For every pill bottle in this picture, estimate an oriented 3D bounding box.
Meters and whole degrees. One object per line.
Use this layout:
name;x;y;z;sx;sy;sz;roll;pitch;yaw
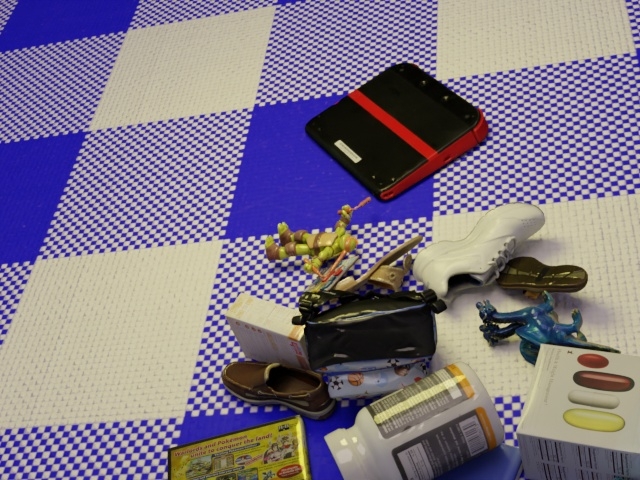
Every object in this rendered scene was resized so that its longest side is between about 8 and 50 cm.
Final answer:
pill bottle;0.158;0.333;1.677;0.278;0.162;0.162;-25;44;-5

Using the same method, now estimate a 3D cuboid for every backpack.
backpack;0.107;0.185;1.854;0.276;0.213;0.263;-3;7;9

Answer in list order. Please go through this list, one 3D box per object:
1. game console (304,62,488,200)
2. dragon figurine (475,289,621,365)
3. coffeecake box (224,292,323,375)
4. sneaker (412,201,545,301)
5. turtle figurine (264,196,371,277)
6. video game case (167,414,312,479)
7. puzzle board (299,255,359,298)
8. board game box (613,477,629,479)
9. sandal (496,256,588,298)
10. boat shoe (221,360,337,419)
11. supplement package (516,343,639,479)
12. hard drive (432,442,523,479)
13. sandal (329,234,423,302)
game console;0.187;-0.279;2.428;0.342;0.060;0.386;-35;45;-9
dragon figurine;0.421;0.186;1.847;0.144;0.085;0.289;-36;45;-16
coffeecake box;-0.083;0.195;1.977;0.185;0.142;0.068;15;54;31
sneaker;0.341;0.031;2.020;0.297;0.111;0.129;-32;42;0
turtle figurine;0.000;0.000;2.184;0.217;0.087;0.269;2;43;29
video game case;-0.149;0.462;1.815;0.275;0.035;0.248;-15;44;6
puzzle board;0.018;0.077;2.106;0.096;0.011;0.128;-17;22;48
board game box;0.593;0.511;1.465;0.336;0.079;0.254;5;49;24
sandal;0.440;0.082;1.955;0.219;0.060;0.090;4;40;47
boat shoe;-0.089;0.272;1.937;0.257;0.095;0.095;9;50;27
supplement package;0.461;0.304;1.668;0.203;0.149;0.194;5;49;25
hard drive;0.198;0.469;1.677;0.210;0.040;0.319;11;52;29
sandal;0.132;0.085;2.079;0.240;0.088;0.079;-31;76;-1
